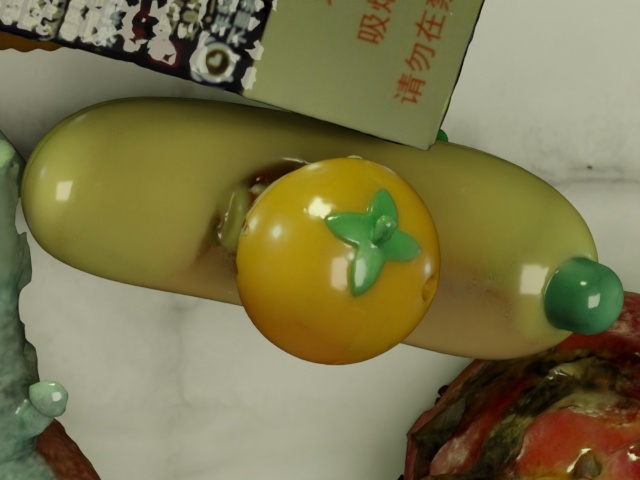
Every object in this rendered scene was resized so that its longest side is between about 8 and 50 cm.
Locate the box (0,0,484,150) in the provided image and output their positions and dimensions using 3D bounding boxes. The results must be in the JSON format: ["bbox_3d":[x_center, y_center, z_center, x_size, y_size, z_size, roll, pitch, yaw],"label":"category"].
[{"bbox_3d":[-0.057,-0.182,0.927,0.310,0.084,0.198,14,102,-24],"label":"box"}]

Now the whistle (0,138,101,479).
[{"bbox_3d":[-0.177,0.108,0.981,0.133,0.142,0.346,-15,122,-26],"label":"whistle"}]

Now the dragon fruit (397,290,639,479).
[{"bbox_3d":[0.205,0.187,1.050,0.314,0.263,0.296,35,90,-6],"label":"dragon fruit"}]

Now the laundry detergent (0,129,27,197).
[{"bbox_3d":[-0.268,0.000,0.980,0.225,0.070,0.099,-38,121,-6],"label":"laundry detergent"}]

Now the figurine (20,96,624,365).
[{"bbox_3d":[0.000,0.000,0.992,0.324,0.222,0.124,10,103,-22],"label":"figurine"}]

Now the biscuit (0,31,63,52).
[{"bbox_3d":[-0.151,-0.209,0.970,0.220,0.066,0.220,-5,106,-18],"label":"biscuit"}]
